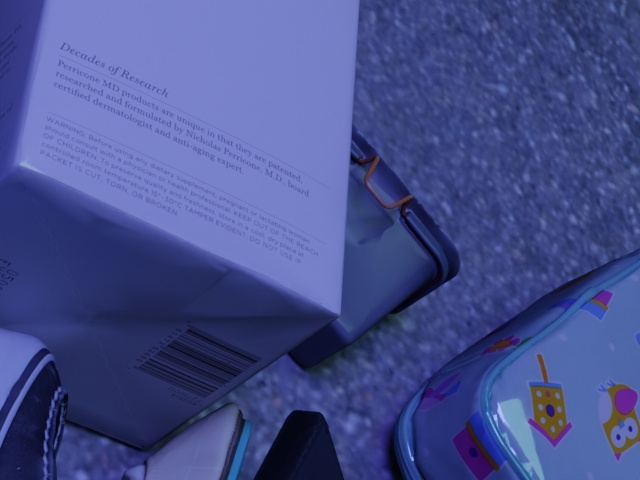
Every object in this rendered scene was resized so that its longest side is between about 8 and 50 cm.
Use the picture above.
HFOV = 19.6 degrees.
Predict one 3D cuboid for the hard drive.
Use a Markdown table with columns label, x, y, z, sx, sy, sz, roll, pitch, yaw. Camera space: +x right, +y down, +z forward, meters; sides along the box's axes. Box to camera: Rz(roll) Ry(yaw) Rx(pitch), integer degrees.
| label | x | y | z | sx | sy | sz | roll | pitch | yaw |
| --- | --- | --- | --- | --- | --- | --- | --- | --- | --- |
| hard drive | -0.007 | 0.165 | 0.917 | 0.094 | 0.022 | 0.135 | -60 | 144 | -45 |

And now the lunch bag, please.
| label | x | y | z | sx | sy | sz | roll | pitch | yaw |
| --- | --- | --- | --- | --- | --- | --- | --- | --- | --- |
| lunch bag | 0.179 | 0.139 | 1.091 | 0.279 | 0.108 | 0.224 | -31 | 91 | -46 |

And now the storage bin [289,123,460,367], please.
| label | x | y | z | sx | sy | sz | roll | pitch | yaw |
| --- | --- | --- | --- | --- | --- | --- | --- | --- | --- |
| storage bin | 0.000 | 0.000 | 1.043 | 0.135 | 0.098 | 0.091 | 49 | 53 | -4 |

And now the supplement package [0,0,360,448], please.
| label | x | y | z | sx | sy | sz | roll | pitch | yaw |
| --- | --- | --- | --- | --- | --- | --- | --- | --- | --- |
| supplement package | -0.098 | -0.079 | 0.938 | 0.175 | 0.177 | 0.293 | 25 | 50 | -27 |

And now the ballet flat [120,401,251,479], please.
| label | x | y | z | sx | sy | sz | roll | pitch | yaw |
| --- | --- | --- | --- | --- | --- | --- | --- | --- | --- |
| ballet flat | -0.093 | 0.172 | 0.858 | 0.086 | 0.086 | 0.248 | 32 | 48 | -22 |

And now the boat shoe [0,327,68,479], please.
| label | x | y | z | sx | sy | sz | roll | pitch | yaw |
| --- | --- | --- | --- | --- | --- | --- | --- | --- | --- |
| boat shoe | -0.128 | 0.166 | 0.767 | 0.102 | 0.108 | 0.301 | 9 | 44 | -2 |
